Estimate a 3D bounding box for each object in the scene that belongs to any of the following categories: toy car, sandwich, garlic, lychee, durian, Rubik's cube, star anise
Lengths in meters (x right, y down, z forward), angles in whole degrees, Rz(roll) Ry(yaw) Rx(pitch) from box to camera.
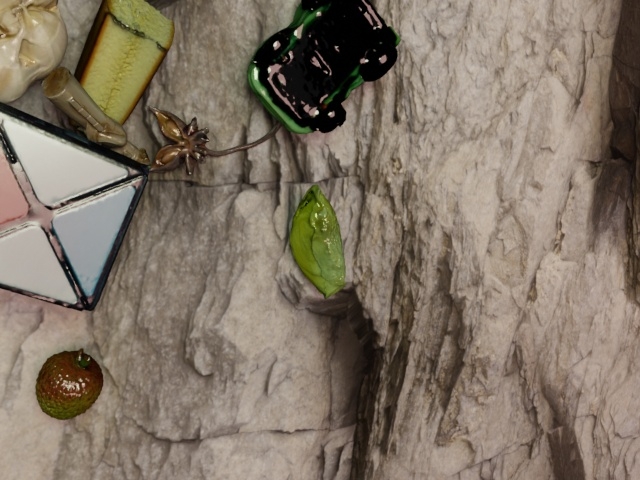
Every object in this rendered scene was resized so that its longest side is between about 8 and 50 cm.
[{"bbox_3d":[0.011,-0.383,1.175,0.213,0.176,0.359,45,80,-25],"label":"toy car"},{"bbox_3d":[-0.355,-0.301,1.016,0.122,0.128,0.236,24,129,-28],"label":"sandwich"},{"bbox_3d":[-0.479,-0.351,0.899,0.184,0.203,0.281,8,90,-47],"label":"garlic"},{"bbox_3d":[-0.446,0.254,1.048,0.114,0.114,0.147,20,109,-29],"label":"lychee"},{"bbox_3d":[0.000,0.000,1.236,0.101,0.139,0.250,-18,106,-31],"label":"durian"},{"bbox_3d":[-0.450,-0.051,0.927,0.246,0.248,0.250,23,85,-30],"label":"Rubik's cube"},{"bbox_3d":[-0.210,-0.207,1.164,0.148,0.218,0.227,62,22,10],"label":"star anise"}]

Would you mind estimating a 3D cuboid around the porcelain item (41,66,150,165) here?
[{"bbox_3d":[-0.369,-0.192,0.985,0.054,0.084,0.213,-32,142,3],"label":"porcelain item"}]
